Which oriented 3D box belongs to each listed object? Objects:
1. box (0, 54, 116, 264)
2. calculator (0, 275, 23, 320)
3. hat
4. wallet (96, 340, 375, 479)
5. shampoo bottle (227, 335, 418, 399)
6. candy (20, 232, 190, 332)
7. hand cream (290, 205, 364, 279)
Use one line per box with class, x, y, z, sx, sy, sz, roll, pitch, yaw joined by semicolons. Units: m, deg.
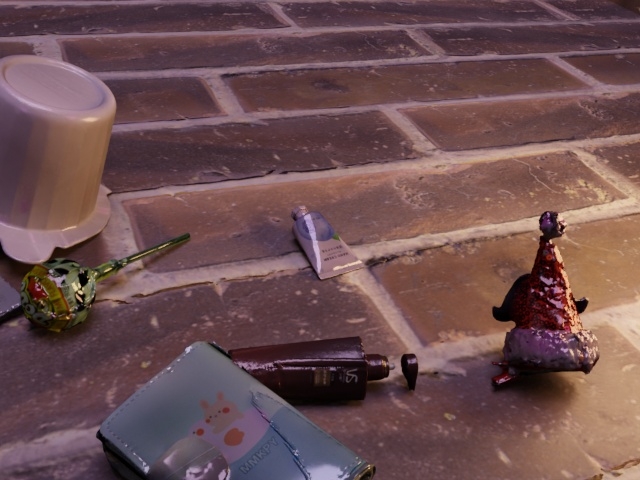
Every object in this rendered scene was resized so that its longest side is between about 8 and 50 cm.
box;-0.416;-0.133;1.087;0.262;0.206;0.291;12;32;-23
calculator;-0.527;0.039;0.971;0.261;0.021;0.161;39;44;18
hat;0.296;0.074;0.987;0.140;0.228;0.129;-1;-1;11
wallet;-0.093;0.225;0.773;0.250;0.075;0.176;31;55;29
shampoo bottle;0.005;0.163;0.921;0.236;0.068;0.067;-1;36;-11
candy;-0.283;0.042;1.046;0.305;0.083;0.091;-27;84;-53
hand cream;0.000;0.000;1.176;0.084;0.053;0.142;-15;50;-31
